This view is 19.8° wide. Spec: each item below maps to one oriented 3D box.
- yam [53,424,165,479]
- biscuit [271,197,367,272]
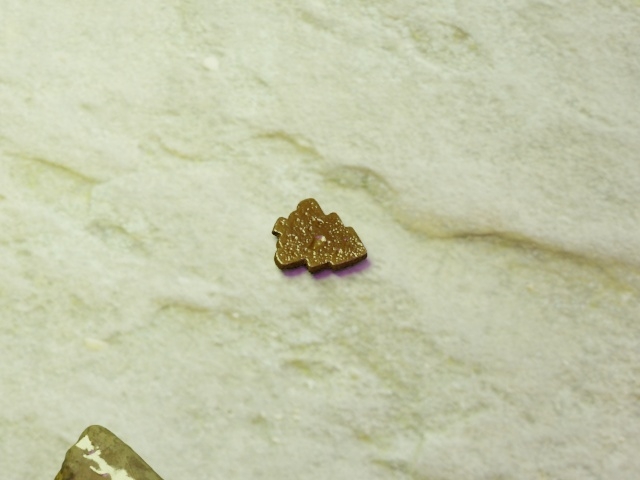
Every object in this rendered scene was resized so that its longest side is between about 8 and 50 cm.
[{"bbox_3d":[-0.075,0.285,1.493,0.356,0.081,0.081,37,65,19],"label":"yam"},{"bbox_3d":[0.000,0.000,1.693,0.092,0.016,0.082,16,56,6],"label":"biscuit"}]
